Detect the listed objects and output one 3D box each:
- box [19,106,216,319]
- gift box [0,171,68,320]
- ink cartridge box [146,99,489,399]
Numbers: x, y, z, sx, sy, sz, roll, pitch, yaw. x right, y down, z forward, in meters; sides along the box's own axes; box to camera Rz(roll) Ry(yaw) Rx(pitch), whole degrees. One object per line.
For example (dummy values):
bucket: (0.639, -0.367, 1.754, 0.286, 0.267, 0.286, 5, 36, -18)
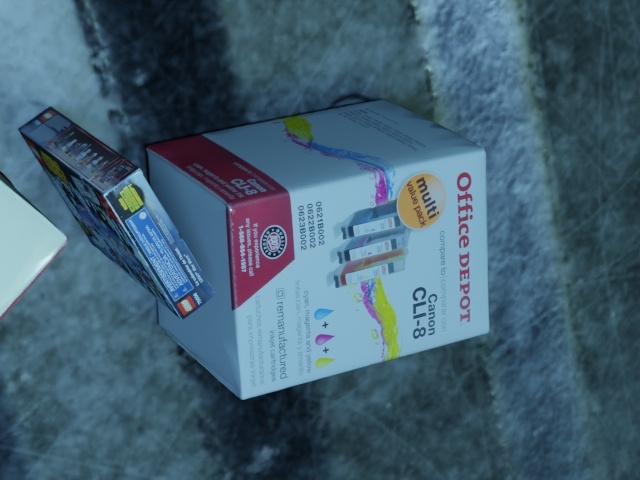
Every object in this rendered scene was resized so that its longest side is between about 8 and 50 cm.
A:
box: (-0.118, -0.017, 1.082, 0.027, 0.137, 0.094, -37, 121, -13)
gift box: (-0.298, -0.029, 0.903, 0.258, 0.276, 0.255, 44, 80, -32)
ink cartridge box: (0.000, 0.000, 1.160, 0.176, 0.127, 0.128, -14, 114, -25)
